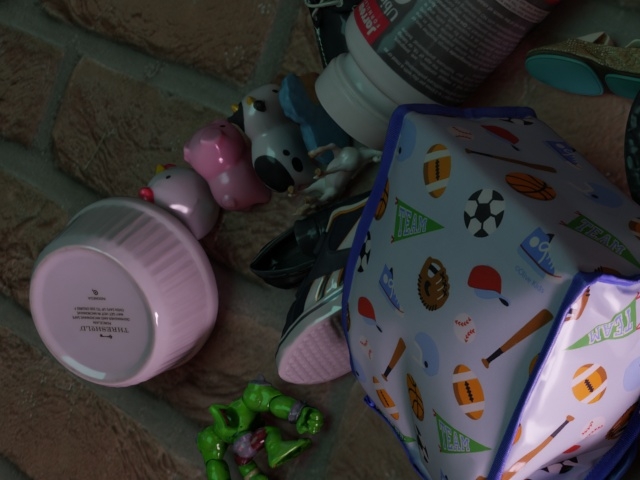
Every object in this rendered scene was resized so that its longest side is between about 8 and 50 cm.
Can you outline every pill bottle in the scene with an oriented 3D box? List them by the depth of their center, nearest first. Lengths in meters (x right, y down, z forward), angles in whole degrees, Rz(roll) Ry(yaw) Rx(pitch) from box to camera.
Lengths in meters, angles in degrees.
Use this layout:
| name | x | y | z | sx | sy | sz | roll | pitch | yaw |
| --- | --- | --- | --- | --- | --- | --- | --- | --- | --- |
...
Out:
| name | x | y | z | sx | sy | sz | roll | pitch | yaw |
| --- | --- | --- | --- | --- | --- | --- | --- | --- | --- |
| pill bottle | 0.141 | -0.259 | 1.485 | 0.318 | 0.176 | 0.176 | -46 | 53 | 26 |

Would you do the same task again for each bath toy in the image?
| name | x | y | z | sx | sy | sz | roll | pitch | yaw |
| --- | --- | --- | --- | --- | --- | --- | --- | --- | --- |
| bath toy | -0.125 | -0.114 | 1.736 | 0.348 | 0.129 | 0.151 | -28 | 63 | 37 |

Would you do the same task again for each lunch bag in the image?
| name | x | y | z | sx | sy | sz | roll | pitch | yaw |
| --- | --- | --- | --- | --- | --- | --- | --- | --- | --- |
| lunch bag | 0.184 | 0.099 | 1.300 | 0.328 | 0.238 | 0.386 | 50 | 131 | 45 |

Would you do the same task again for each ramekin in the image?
| name | x | y | z | sx | sy | sz | roll | pitch | yaw |
| --- | --- | --- | --- | --- | --- | --- | --- | --- | --- |
| ramekin | -0.290 | 0.082 | 1.761 | 0.272 | 0.127 | 0.273 | 9 | 114 | 22 |

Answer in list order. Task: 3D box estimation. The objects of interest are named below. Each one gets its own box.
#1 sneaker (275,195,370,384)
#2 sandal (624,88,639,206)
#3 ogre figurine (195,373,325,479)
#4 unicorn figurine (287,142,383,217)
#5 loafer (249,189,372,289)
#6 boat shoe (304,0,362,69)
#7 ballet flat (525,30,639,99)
| name | x | y | z | sx | sy | sz | roll | pitch | yaw |
| --- | --- | --- | --- | --- | --- | --- | --- | --- | --- |
| sneaker | 0.047 | 0.048 | 1.544 | 0.321 | 0.126 | 0.127 | -48 | 41 | 32 |
| sandal | 0.457 | 0.015 | 1.198 | 0.167 | 0.107 | 0.446 | -46 | 66 | 25 |
| ogre figurine | -0.091 | 0.262 | 1.645 | 0.118 | 0.096 | 0.197 | 52 | 128 | 24 |
| unicorn figurine | 0.028 | -0.090 | 1.617 | 0.162 | 0.111 | 0.060 | -36 | 70 | 49 |
| loafer | 0.000 | 0.000 | 1.627 | 0.223 | 0.078 | 0.076 | -32 | 60 | 34 |
| boat shoe | 0.018 | -0.343 | 1.678 | 0.114 | 0.091 | 0.303 | -20 | 68 | 39 |
| ballet flat | 0.326 | -0.197 | 1.389 | 0.206 | 0.073 | 0.067 | 21 | 68 | 41 |
